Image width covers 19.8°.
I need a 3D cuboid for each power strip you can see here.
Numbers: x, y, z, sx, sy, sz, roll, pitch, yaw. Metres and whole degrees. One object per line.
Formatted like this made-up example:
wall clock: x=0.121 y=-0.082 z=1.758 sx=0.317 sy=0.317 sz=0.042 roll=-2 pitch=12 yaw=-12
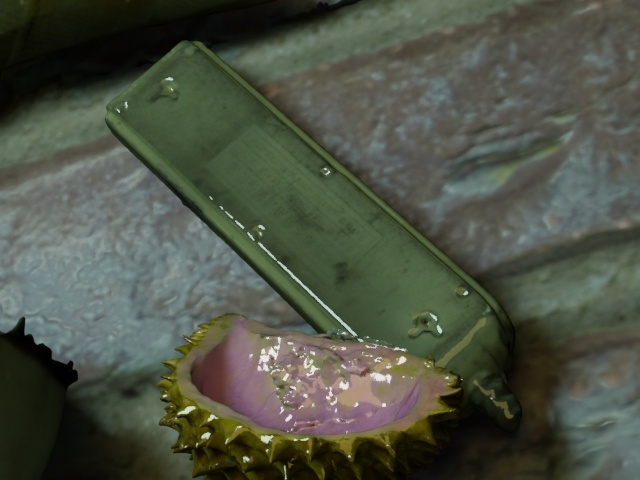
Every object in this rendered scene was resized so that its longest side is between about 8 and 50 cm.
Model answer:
power strip: x=0.000 y=0.000 z=1.205 sx=0.092 sy=0.066 sz=0.387 roll=-43 pitch=58 yaw=-7

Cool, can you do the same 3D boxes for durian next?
durian: x=-0.015 y=0.107 z=1.098 sx=0.182 sy=0.165 sz=0.132 roll=25 pitch=77 yaw=10

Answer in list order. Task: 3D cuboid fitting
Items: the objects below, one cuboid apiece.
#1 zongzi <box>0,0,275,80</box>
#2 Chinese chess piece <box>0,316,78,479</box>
zongzi: x=-0.234 y=-0.145 z=1.318 sx=0.360 sy=0.160 sz=0.323 roll=30 pitch=90 yaw=11
Chinese chess piece: x=-0.322 y=0.057 z=1.115 sx=0.349 sy=0.349 sz=0.146 roll=25 pitch=79 yaw=27
